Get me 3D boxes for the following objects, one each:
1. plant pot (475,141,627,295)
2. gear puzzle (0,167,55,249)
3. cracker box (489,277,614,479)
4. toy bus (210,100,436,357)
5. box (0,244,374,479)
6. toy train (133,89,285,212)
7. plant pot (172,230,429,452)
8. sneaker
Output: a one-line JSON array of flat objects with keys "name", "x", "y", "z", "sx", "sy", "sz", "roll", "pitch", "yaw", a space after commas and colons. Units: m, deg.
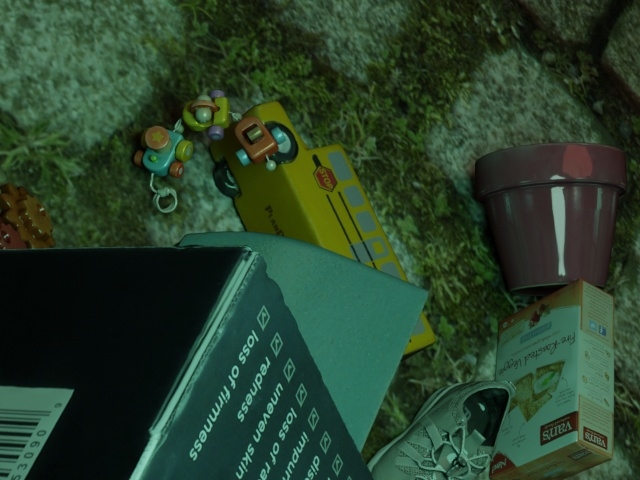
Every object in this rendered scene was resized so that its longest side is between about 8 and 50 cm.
[{"name": "plant pot", "x": 0.309, "y": -0.022, "z": 1.938, "sx": 0.201, "sy": 0.201, "sz": 0.180, "roll": 5, "pitch": 79, "yaw": -38}, {"name": "gear puzzle", "x": -0.321, "y": -0.047, "z": 1.428, "sx": 0.339, "sy": 0.044, "sz": 0.175, "roll": 58, "pitch": 16, "yaw": -15}, {"name": "cracker box", "x": 0.289, "y": 0.182, "z": 1.814, "sx": 0.067, "sy": 0.156, "sz": 0.232, "roll": 27, "pitch": 51, "yaw": -26}, {"name": "toy bus", "x": 0.000, "y": 0.000, "z": 1.711, "sx": 0.130, "sy": 0.108, "sz": 0.332, "roll": -17, "pitch": 78, "yaw": -44}, {"name": "box", "x": -0.165, "y": 0.332, "z": 1.112, "sx": 0.472, "sy": 0.297, "sz": 0.480, "roll": 64, "pitch": 38, "yaw": -37}, {"name": "toy train", "x": -0.131, "y": -0.108, "z": 1.633, "sx": 0.125, "sy": 0.166, "sz": 0.046, "roll": 61, "pitch": -1, "yaw": 26}, {"name": "plant pot", "x": -0.080, "y": 0.135, "z": 1.484, "sx": 0.252, "sy": 0.247, "sz": 0.248, "roll": 30, "pitch": 48, "yaw": -3}, {"name": "sneaker", "x": 0.136, "y": 0.249, "z": 1.677, "sx": 0.105, "sy": 0.115, "sz": 0.281, "roll": 45, "pitch": 46, "yaw": -11}]
